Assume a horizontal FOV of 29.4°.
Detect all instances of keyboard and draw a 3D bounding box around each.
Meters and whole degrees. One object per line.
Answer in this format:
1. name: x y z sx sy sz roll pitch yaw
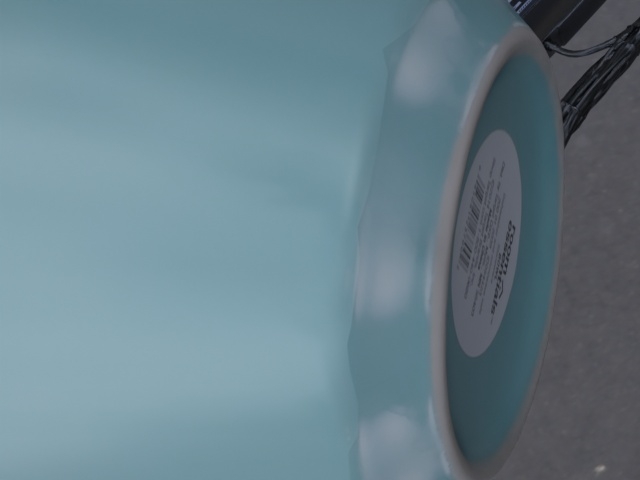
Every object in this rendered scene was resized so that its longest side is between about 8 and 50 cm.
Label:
1. keyboard: 0.142 -0.130 0.811 0.317 0.033 0.201 -47 38 -2

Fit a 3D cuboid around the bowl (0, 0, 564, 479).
1. bowl: 0.000 0.000 0.497 0.163 0.311 0.312 7 107 24
